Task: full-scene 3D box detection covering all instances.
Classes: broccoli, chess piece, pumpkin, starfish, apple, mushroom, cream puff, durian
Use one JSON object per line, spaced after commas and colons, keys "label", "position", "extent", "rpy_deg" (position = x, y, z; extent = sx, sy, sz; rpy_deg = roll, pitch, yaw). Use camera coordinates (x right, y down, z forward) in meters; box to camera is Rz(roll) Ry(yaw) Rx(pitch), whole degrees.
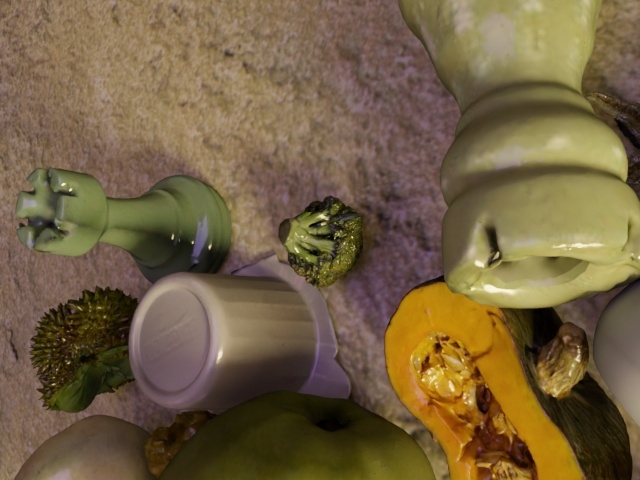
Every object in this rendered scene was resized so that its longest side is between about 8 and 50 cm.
{"label": "broccoli", "position": [0.000, 0.000, 0.916], "extent": [0.131, 0.120, 0.130], "rpy_deg": [46, 118, 56]}
{"label": "chess piece", "position": [-0.302, -0.026, 1.013], "extent": [0.195, 0.299, 0.194], "rpy_deg": [-5, 80, 33]}
{"label": "pumpkin", "position": [0.217, 0.172, 0.724], "extent": [0.222, 0.139, 0.317], "rpy_deg": [-42, 59, 31]}
{"label": "starfish", "position": [0.370, -0.090, 0.719], "extent": [0.176, 0.053, 0.208], "rpy_deg": [-42, 59, 23]}
{"label": "chess piece", "position": [0.208, -0.162, 0.685], "extent": [0.234, 0.234, 0.442], "rpy_deg": [-17, 62, 31]}
{"label": "apple", "position": [-0.034, 0.349, 0.756], "extent": [0.357, 0.357, 0.357], "rpy_deg": [-6, 80, 33]}
{"label": "mushroom", "position": [-0.354, 0.399, 1.046], "extent": [0.260, 0.254, 0.234], "rpy_deg": [-70, 19, 0]}
{"label": "cream puff", "position": [-0.187, 0.332, 0.977], "extent": [0.121, 0.156, 0.156], "rpy_deg": [3, 84, 36]}
{"label": "durian", "position": [-0.370, 0.174, 1.090], "extent": [0.237, 0.200, 0.176], "rpy_deg": [-31, 78, 33]}

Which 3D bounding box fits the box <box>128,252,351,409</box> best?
{"label": "box", "position": [-0.125, 0.158, 0.924], "extent": [0.291, 0.206, 0.262], "rpy_deg": [32, 102, 36]}

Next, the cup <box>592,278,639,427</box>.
{"label": "cup", "position": [0.413, 0.058, 0.572], "extent": [0.317, 0.212, 0.212], "rpy_deg": [-46, 61, 21]}
